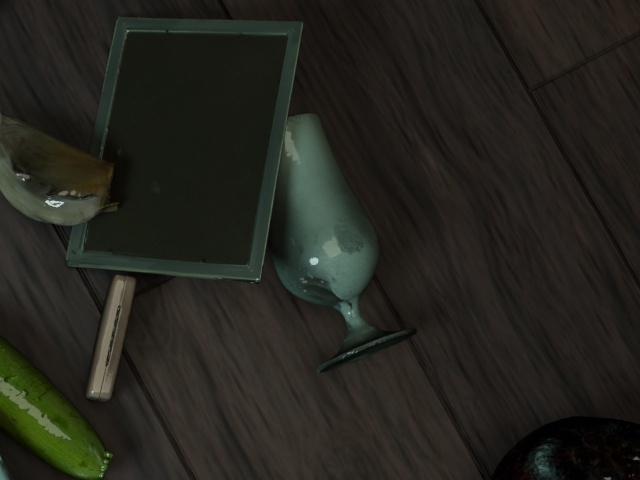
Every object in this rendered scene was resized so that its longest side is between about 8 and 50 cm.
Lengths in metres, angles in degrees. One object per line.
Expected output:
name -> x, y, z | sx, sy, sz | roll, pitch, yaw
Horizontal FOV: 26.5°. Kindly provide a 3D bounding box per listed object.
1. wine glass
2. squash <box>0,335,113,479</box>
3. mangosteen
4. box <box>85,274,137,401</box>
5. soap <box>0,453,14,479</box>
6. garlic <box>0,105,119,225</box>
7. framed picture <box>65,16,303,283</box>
wine glass -> 0.000, 0.000, 1.277 | 0.103, 0.103, 0.231 | -21, 81, -18
squash -> -0.263, 0.141, 1.194 | 0.201, 0.066, 0.066 | 40, 72, -4
mangosteen -> 0.249, 0.269, 1.244 | 0.216, 0.216, 0.216 | 3, 78, -14
box -> -0.192, 0.089, 1.234 | 0.025, 0.048, 0.115 | 15, 76, -16
soap -> -0.373, 0.279, 1.096 | 0.289, 0.095, 0.172 | -24, 80, -27
garlic -> -0.255, -0.058, 1.243 | 0.152, 0.066, 0.084 | 25, 50, 4
framed picture -> -0.124, -0.088, 1.260 | 0.197, 0.014, 0.252 | 5, 75, 19
